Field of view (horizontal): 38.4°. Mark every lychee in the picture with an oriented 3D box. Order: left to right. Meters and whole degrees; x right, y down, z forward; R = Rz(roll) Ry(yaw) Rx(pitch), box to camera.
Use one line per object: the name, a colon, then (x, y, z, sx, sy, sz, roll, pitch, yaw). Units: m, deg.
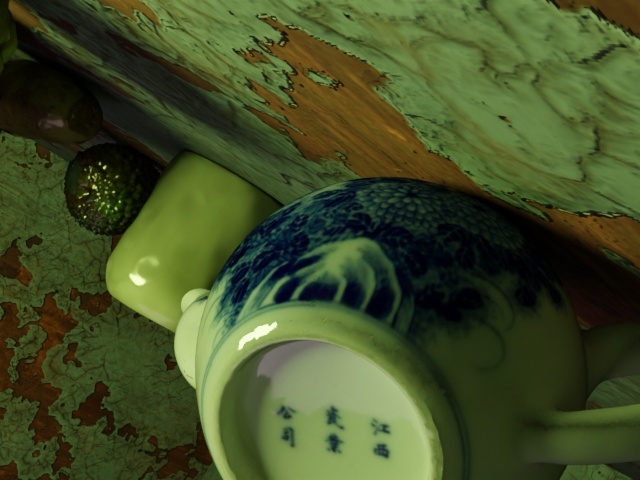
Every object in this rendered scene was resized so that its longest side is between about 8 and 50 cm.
lychee: (-0.333, -0.084, 1.510, 0.171, 0.171, 0.171, 30, 174, 4)

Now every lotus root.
lotus root: (-0.348, -0.170, 1.127, 0.258, 0.097, 0.110, 15, 172, 41)

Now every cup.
cup: (-0.185, 0.000, 1.200, 0.173, 0.202, 0.255, 35, 172, -41)

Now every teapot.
teapot: (0.058, 0.076, 0.626, 0.424, 0.252, 0.280, 3, -163, 25)

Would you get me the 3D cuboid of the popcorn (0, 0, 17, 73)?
popcorn: (-0.352, -0.157, 0.716, 0.183, 0.204, 0.221, 55, -163, 7)

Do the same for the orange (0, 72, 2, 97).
orange: (-0.459, -0.163, 0.939, 0.261, 0.261, 0.261, 30, 174, 4)
